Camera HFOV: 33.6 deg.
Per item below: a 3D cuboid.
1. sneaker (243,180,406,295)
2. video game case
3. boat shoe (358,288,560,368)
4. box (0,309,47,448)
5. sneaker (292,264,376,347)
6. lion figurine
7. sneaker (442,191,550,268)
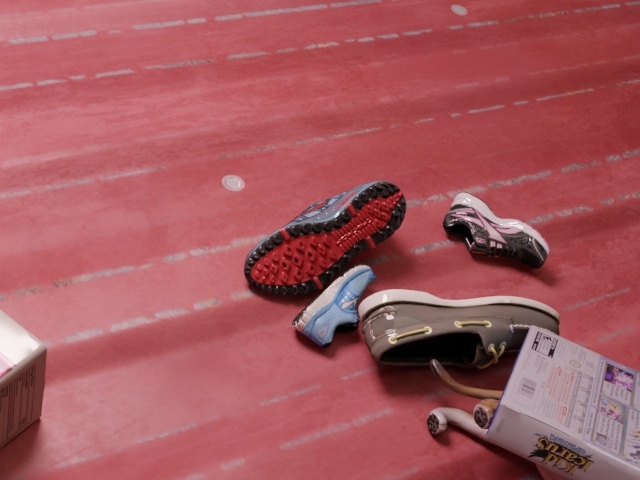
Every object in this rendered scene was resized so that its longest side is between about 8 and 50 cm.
[{"bbox_3d":[0.000,0.000,1.566,0.262,0.125,0.104,-27,102,-17],"label":"sneaker"},{"bbox_3d":[0.348,0.223,1.320,0.244,0.061,0.269,23,22,12],"label":"video game case"},{"bbox_3d":[0.202,0.135,1.486,0.305,0.109,0.091,5,53,-18],"label":"boat shoe"},{"bbox_3d":[-0.438,0.189,1.190,0.127,0.148,0.232,35,47,15],"label":"box"},{"bbox_3d":[0.030,0.097,1.509,0.073,0.063,0.162,48,53,1],"label":"sneaker"},{"bbox_3d":[0.320,0.288,1.366,0.240,0.142,0.392,-4,45,-31],"label":"lion figurine"},{"bbox_3d":[0.270,0.002,1.672,0.178,0.072,0.077,29,58,20],"label":"sneaker"}]
